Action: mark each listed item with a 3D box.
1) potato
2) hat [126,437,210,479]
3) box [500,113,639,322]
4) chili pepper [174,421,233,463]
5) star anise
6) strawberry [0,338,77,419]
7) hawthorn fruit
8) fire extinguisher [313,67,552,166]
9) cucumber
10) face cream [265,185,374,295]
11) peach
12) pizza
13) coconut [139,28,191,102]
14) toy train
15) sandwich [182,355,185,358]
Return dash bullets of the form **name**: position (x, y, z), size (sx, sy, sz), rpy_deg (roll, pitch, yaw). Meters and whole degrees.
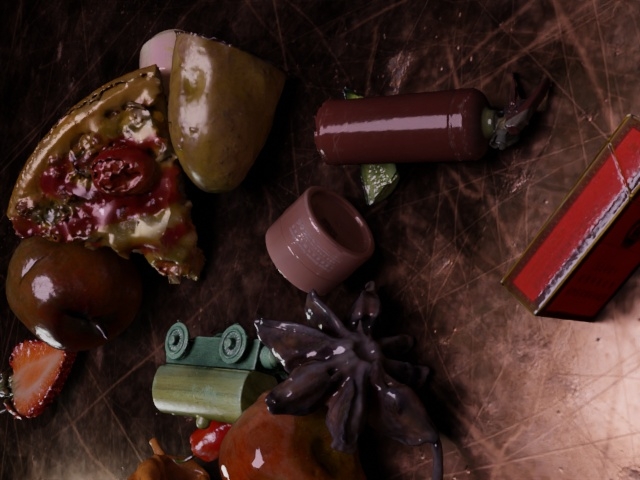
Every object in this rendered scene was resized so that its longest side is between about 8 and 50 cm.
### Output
- **potato**: position (-0.190, -0.222, 1.360), size (0.229, 0.229, 0.266), rpy_deg (12, 87, 44)
- **hat**: position (-0.308, 0.466, 1.367), size (0.233, 0.244, 0.233), rpy_deg (-44, 41, 20)
- **box**: position (0.337, -0.015, 0.855), size (0.240, 0.153, 0.074), rpy_deg (-58, 45, 20)
- **chili pepper**: position (-0.166, 0.342, 1.332), size (0.272, 0.063, 0.071), rpy_deg (-36, 56, 20)
- **star anise**: position (0.039, 0.211, 1.058), size (0.139, 0.315, 0.359), rpy_deg (106, -176, -45)
- **strawberry**: position (-0.690, 0.335, 1.817), size (0.286, 0.106, 0.188), rpy_deg (-31, 66, 22)
- **hawthorn fruit**: position (-0.511, 0.109, 1.573), size (0.301, 0.267, 0.268), rpy_deg (37, 108, 34)
- **fire extinguisher**: position (0.163, -0.184, 1.076), size (0.337, 0.106, 0.147), rpy_deg (1, 65, 30)
- **cucumber**: position (0.092, -0.166, 1.193), size (0.070, 0.046, 0.220), rpy_deg (-25, 67, 36)
- **face cream**: position (0.000, 0.000, 1.176), size (0.104, 0.149, 0.149), rpy_deg (-43, 56, 29)
- **peach**: position (-0.028, 0.340, 1.117), size (0.235, 0.214, 0.214), rpy_deg (39, 113, 7)
- **pizza**: position (-0.368, -0.083, 1.435), size (0.406, 0.130, 0.440), rpy_deg (44, 100, -5)
- **coconut**: position (-0.291, -0.334, 1.513), size (0.171, 0.171, 0.183), rpy_deg (-26, 66, 38)
- **toy train**: position (-0.176, 0.242, 1.317), size (0.307, 0.126, 0.190), rpy_deg (-5, 78, 42)
- **sandwich**: position (-0.256, 0.243, 1.452), size (0.083, 0.044, 0.031), rpy_deg (2, 88, 46)
